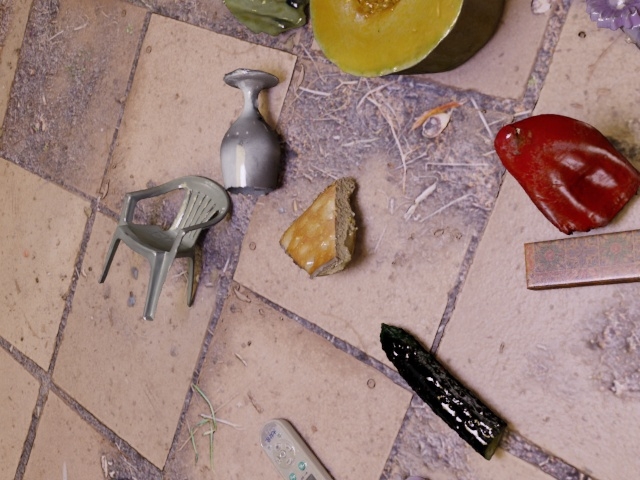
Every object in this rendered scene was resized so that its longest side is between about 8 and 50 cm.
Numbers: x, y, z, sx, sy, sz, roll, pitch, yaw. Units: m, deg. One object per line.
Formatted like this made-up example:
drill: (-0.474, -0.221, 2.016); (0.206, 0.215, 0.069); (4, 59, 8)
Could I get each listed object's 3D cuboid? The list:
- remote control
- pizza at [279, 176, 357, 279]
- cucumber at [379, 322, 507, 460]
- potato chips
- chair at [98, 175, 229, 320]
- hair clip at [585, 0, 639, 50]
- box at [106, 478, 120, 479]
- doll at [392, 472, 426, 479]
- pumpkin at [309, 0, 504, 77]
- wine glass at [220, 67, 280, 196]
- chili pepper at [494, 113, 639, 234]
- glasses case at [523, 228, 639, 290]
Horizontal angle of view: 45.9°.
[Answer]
remote control: (-0.040, 0.437, 1.462); (0.221, 0.042, 0.078); (46, 112, 28)
pizza: (0.004, 0.004, 1.444); (0.204, 0.080, 0.188); (-36, 43, 40)
cucumber: (0.193, 0.245, 1.286); (0.300, 0.072, 0.072); (42, 111, 32)
potato chips: (-0.100, -0.641, 1.545); (0.389, 0.097, 0.373); (52, 122, 25)
chair: (-0.331, 0.000, 1.635); (0.203, 0.190, 0.274); (33, 114, 32)
hair clip: (0.433, -0.378, 1.152); (0.106, 0.084, 0.292); (-38, 60, 9)
box: (-0.399, 0.750, 1.680); (0.367, 0.090, 0.373); (5, 89, 36)
doll: (0.162, 0.445, 1.284); (0.127, 0.084, 0.073); (27, 100, 26)
pumpkin: (0.164, -0.426, 1.288); (0.332, 0.199, 0.332); (-2, 87, 44)
wine glass: (-0.142, -0.215, 1.530); (0.126, 0.126, 0.241); (-2, 84, 36)
chili pepper: (0.350, -0.111, 1.088); (0.144, 0.253, 0.136); (-1, 68, 44)
glasses case: (0.422, 0.031, 1.141); (0.218, 0.049, 0.075); (-9, 75, 36)
